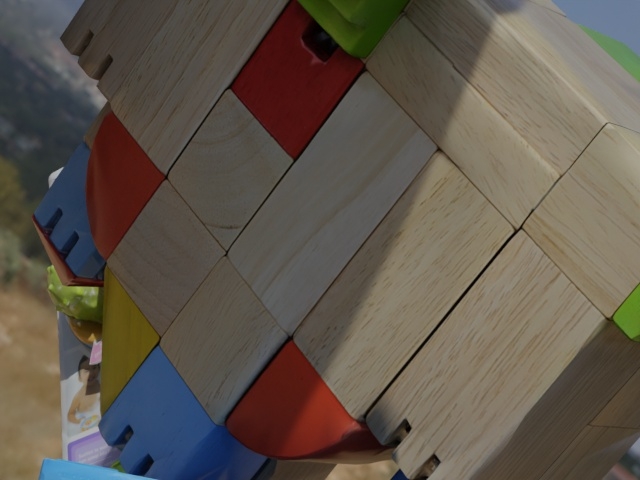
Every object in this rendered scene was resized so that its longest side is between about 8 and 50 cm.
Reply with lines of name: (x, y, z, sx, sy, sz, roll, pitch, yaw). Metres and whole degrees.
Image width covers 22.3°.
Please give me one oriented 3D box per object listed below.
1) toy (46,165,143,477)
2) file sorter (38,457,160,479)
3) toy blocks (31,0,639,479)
toy: (-0.117, 0.027, 0.957, 0.056, 0.137, 0.237, 31, 42, -52)
file sorter: (-0.046, 0.162, 0.616, 0.118, 0.104, 0.170, 10, -21, 6)
toy blocks: (0.000, 0.000, 0.675, 0.191, 0.261, 0.381, 10, 33, -51)
